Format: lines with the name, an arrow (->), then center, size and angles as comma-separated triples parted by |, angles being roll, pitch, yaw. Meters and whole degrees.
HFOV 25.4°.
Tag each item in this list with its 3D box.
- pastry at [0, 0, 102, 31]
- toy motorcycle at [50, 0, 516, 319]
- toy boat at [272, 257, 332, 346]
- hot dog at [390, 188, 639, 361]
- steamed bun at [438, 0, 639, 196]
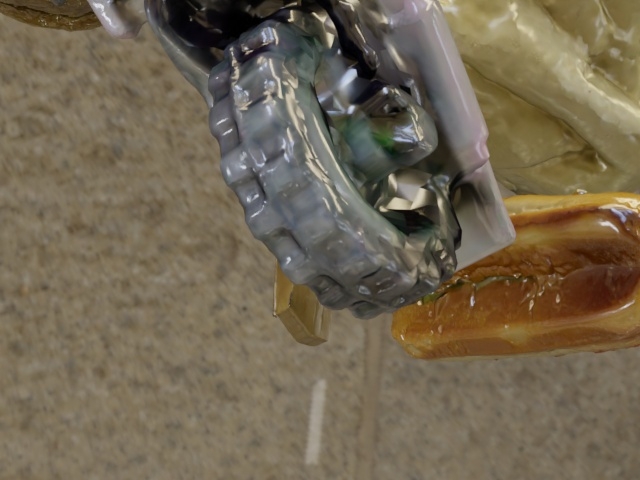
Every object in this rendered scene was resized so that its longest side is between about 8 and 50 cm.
pastry -> -0.215, -0.265, 1.149 | 0.189, 0.103, 0.188 | 0, 72, -1
toy motorcycle -> -0.016, -0.131, 0.501 | 0.143, 0.188, 0.327 | -30, 79, 29
toy boat -> 0.000, 0.000, 1.369 | 0.072, 0.064, 0.206 | 16, 67, -24
hot dog -> 0.128, 0.022, 0.894 | 0.076, 0.250, 0.104 | -14, 91, -38
steamed bun -> 0.191, -0.227, 1.152 | 0.325, 0.230, 0.372 | 29, 58, -42
